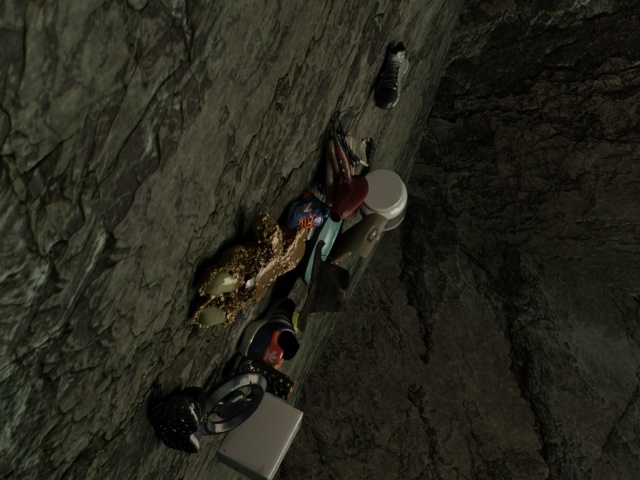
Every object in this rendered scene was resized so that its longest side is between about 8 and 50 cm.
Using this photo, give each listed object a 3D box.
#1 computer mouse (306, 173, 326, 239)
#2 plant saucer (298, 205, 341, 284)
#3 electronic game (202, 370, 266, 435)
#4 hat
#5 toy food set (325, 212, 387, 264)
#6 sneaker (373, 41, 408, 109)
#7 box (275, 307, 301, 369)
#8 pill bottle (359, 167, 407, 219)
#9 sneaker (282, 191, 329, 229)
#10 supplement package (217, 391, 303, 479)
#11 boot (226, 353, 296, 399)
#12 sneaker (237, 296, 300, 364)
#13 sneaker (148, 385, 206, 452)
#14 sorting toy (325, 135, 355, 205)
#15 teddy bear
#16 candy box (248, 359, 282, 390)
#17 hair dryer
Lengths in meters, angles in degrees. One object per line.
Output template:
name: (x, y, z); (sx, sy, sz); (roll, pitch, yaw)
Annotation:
computer mouse: (-0.019, -0.096, 1.850); (0.106, 0.042, 0.193); (86, 24, -78)
plant saucer: (0.000, 0.000, 2.154); (0.318, 0.043, 0.318); (-61, 168, -22)
electronic game: (-0.244, 0.443, 1.705); (0.229, 0.048, 0.229); (-28, 142, -25)
hat: (0.025, 0.158, 1.997); (0.331, 0.133, 0.332); (14, 90, -86)
toy food set: (0.130, 0.034, 2.493); (0.306, 0.092, 0.220); (-37, -163, 53)
sneaker: (0.221, -0.533, 1.975); (0.132, 0.086, 0.229); (82, 23, -63)
box: (-0.131, 0.351, 2.249); (0.232, 0.058, 0.087); (-63, 170, -10)
pill bottle: (0.256, -0.167, 2.604); (0.204, 0.204, 0.361); (-64, 170, -6)
sneaker: (-0.038, -0.066, 1.688); (0.221, 0.087, 0.083); (-51, 162, -55)
supplement package: (-0.211, 0.701, 2.242); (0.262, 0.204, 0.145); (-59, 167, -31)
boot: (-0.168, 0.402, 1.837); (0.236, 0.178, 0.085); (54, 61, -80)
sneaker: (-0.118, 0.284, 1.911); (0.131, 0.148, 0.350); (-70, 169, 21)
sneaker: (-0.303, 0.366, 1.385); (0.283, 0.107, 0.124); (106, -2, -56)
sorting toy: (0.053, -0.208, 1.845); (0.208, 0.038, 0.193); (-29, 122, -67)
teddy bear: (-0.162, 0.056, 1.358); (0.338, 0.113, 0.245); (-49, 155, -34)
candy box: (-0.164, 0.391, 2.029); (0.187, 0.053, 0.109); (-49, 177, 22)
hair dryer: (0.063, -0.188, 1.755); (0.223, 0.080, 0.294); (23, 68, -51)
